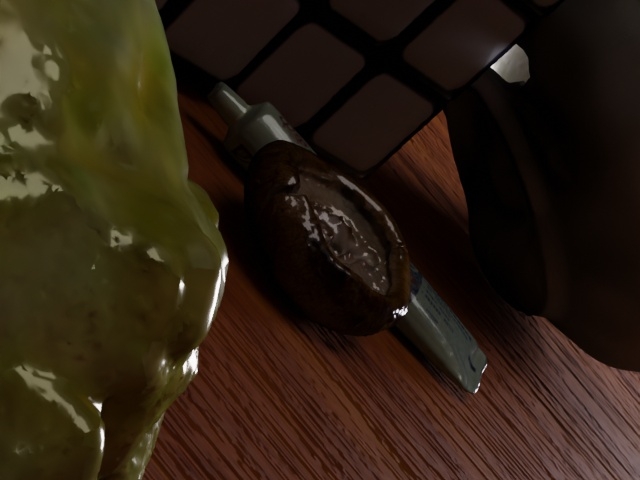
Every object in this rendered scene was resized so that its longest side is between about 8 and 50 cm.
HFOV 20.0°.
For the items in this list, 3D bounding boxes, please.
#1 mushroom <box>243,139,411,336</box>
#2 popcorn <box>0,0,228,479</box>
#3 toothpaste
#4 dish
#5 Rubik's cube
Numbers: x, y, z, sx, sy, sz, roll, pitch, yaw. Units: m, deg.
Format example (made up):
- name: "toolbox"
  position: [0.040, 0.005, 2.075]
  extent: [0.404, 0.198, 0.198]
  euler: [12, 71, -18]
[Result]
- name: "mushroom"
  position: [0.000, 0.000, 0.960]
  extent: [0.123, 0.052, 0.123]
  euler: [41, 24, -23]
- name: "popcorn"
  position: [-0.126, -0.027, 0.447]
  extent: [0.255, 0.195, 0.256]
  euler: [6, 62, -59]
- name: "toothpaste"
  position: [0.017, -0.002, 1.044]
  extent: [0.233, 0.038, 0.060]
  euler: [47, 19, -9]
- name: "dish"
  position: [0.162, -0.045, 1.257]
  extent: [0.324, 0.124, 0.324]
  euler: [160, -90, -82]
- name: "Rubik's cube"
  position: [-0.017, -0.303, 1.126]
  extent: [0.337, 0.344, 0.344]
  euler: [29, 23, -47]
